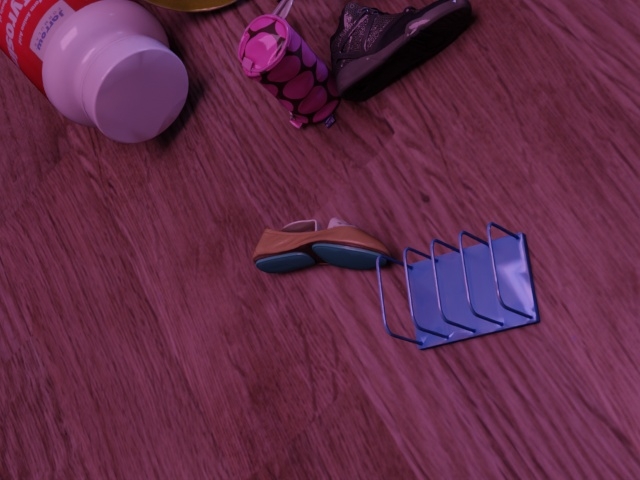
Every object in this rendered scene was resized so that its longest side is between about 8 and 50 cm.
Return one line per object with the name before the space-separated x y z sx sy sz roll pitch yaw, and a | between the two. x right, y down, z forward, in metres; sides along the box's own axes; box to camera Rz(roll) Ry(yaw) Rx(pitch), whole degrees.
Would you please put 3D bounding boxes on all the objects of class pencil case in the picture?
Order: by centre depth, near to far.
pencil case | -0.045 -0.238 1.413 0.098 0.209 0.095 -44 61 6

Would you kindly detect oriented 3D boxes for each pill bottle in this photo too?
pill bottle | -0.404 -0.339 1.689 0.407 0.229 0.229 42 103 36

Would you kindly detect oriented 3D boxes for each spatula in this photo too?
spatula | -0.051 -0.362 1.482 0.168 0.019 0.242 -70 13 -14

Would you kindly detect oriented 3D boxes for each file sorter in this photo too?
file sorter | 0.169 0.057 1.239 0.170 0.104 0.118 -18 68 31

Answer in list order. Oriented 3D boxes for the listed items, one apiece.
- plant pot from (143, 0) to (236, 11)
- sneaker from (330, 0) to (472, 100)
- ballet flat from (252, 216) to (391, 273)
plant pot | -0.216 -0.583 1.625 0.274 0.274 0.294 -18 53 31
sneaker | 0.102 -0.308 1.403 0.227 0.087 0.130 -30 68 32
ballet flat | 0.000 0.000 1.399 0.232 0.080 0.073 -4 60 34
